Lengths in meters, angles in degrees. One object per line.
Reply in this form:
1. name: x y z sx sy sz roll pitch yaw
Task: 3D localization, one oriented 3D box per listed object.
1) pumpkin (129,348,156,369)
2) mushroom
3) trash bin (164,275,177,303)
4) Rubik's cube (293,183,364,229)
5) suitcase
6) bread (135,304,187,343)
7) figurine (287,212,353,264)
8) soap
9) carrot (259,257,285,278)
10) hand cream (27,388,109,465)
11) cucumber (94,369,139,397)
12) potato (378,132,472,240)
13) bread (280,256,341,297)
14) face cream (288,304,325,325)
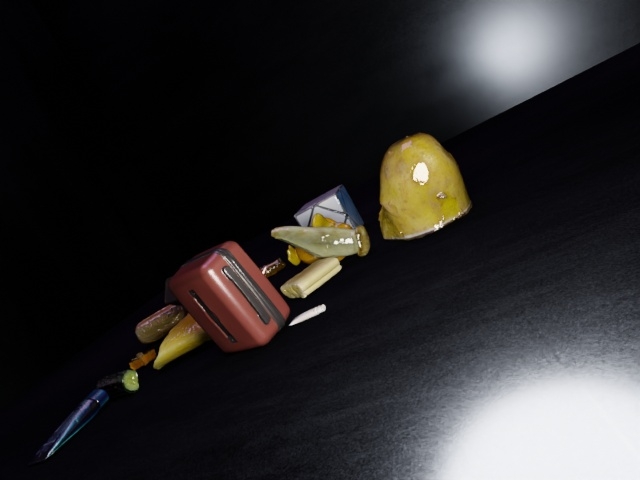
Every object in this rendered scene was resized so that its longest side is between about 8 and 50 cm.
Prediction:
1. pumpkin: -0.676 0.449 1.926 0.083 0.053 0.074 -31 3 27
2. mushroom: 0.000 0.004 1.706 0.334 0.107 0.087 0 -4 7
3. trash bin: -0.487 0.207 2.055 0.241 0.122 0.164 12 -22 -41
4. Rubik's cube: 0.042 -0.089 2.122 0.207 0.204 0.205 -26 10 19
5. suitcase: -0.252 0.162 1.411 0.236 0.297 0.161 -22 20 42
6. bread: -0.706 0.371 2.266 0.236 0.106 0.140 -31 8 -12
7. figurine: 0.006 0.005 1.849 0.228 0.215 0.215 -37 3 37
8. soap: -0.398 0.279 1.787 0.428 0.115 0.306 -30 6 -2
9. carrot: -0.259 0.148 2.225 0.229 0.068 0.069 -29 9 -3
10. hand cream: -0.774 0.574 1.564 0.120 0.061 0.270 -26 15 33
11. cucumber: -0.685 0.479 1.669 0.211 0.077 0.062 -20 -15 33
12. potato: 0.296 -0.187 1.624 0.290 0.295 0.397 -30 11 -9
13. bread: -0.030 0.122 1.660 0.178 0.060 0.140 -35 12 -31
14. face cream: -0.037 0.203 1.375 0.115 0.020 0.038 -27 11 25
